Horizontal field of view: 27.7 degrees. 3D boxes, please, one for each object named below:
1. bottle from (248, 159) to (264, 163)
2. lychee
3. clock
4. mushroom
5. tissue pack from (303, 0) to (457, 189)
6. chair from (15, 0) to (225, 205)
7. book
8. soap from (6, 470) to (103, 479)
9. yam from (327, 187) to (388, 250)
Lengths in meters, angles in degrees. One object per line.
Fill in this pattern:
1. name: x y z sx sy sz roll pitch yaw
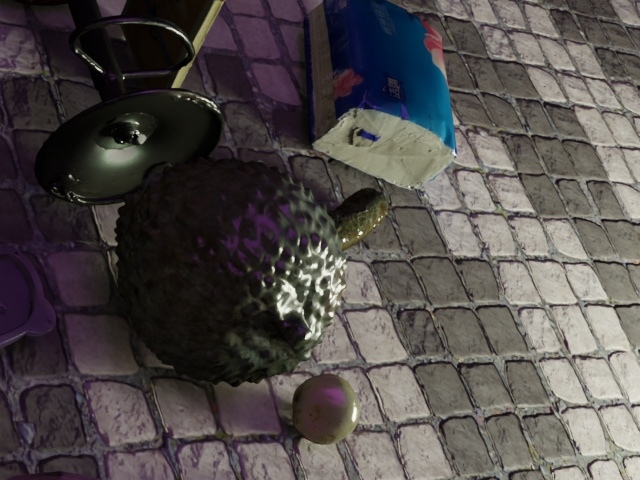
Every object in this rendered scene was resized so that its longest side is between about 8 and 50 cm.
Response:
1. bottle: -0.076 -0.067 1.714 0.030 0.030 0.083 6 53 -39
2. lychee: -0.103 0.031 1.441 0.255 0.255 0.274 -2 30 -43
3. clock: -0.352 0.076 1.331 0.152 0.050 0.110 -25 76 -49
4. mushroom: 0.005 0.199 1.533 0.083 0.083 0.067 43 -3 -4
5. tissue pack: 0.088 -0.230 1.913 0.209 0.137 0.270 21 46 -26
6. chair: -0.281 -0.265 1.547 0.226 0.226 0.401 1 56 -41
7. book: -0.194 -0.288 1.632 0.018 0.242 0.170 -9 63 -31
8. soap: -0.156 0.322 1.188 0.323 0.193 0.109 30 40 -18
9. yam: 0.000 0.000 1.705 0.061 0.061 0.274 51 40 5
